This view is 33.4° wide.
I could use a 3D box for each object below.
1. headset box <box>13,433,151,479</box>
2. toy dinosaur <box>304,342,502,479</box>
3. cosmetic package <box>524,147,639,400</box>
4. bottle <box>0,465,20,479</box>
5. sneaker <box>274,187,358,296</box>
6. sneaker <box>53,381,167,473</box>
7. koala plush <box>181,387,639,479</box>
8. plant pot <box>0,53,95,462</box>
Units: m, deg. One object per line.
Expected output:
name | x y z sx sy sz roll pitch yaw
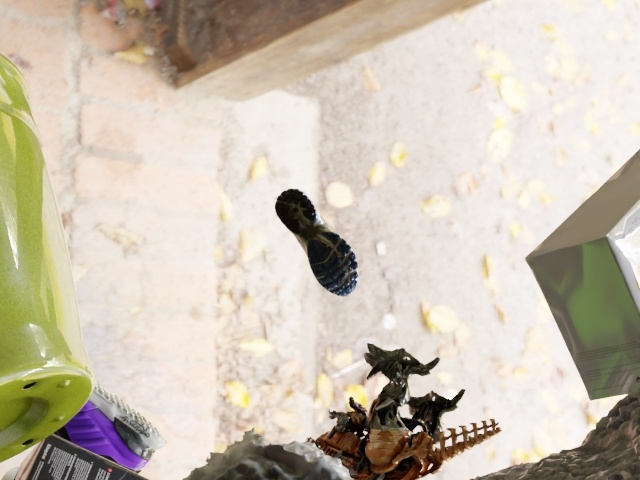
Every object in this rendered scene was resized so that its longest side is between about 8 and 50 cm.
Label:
headset box | -0.241 0.391 1.236 0.293 0.110 0.218 29 49 -15
toy dinosaur | 0.111 0.286 1.531 0.164 0.321 0.218 73 32 -40
cosmetic package | 0.223 0.000 0.693 0.239 0.060 0.099 -35 100 -48
bottle | -0.426 0.390 1.393 0.092 0.283 0.118 44 39 7
sneaker | 0.000 0.000 1.190 0.052 0.058 0.135 -31 91 2
sneaker | -0.393 0.281 1.667 0.293 0.102 0.146 41 84 -13
koala plush | 0.051 0.136 0.353 0.221 0.196 0.203 5 117 -4
plant pot | -0.405 0.046 1.079 0.366 0.366 0.353 -14 65 -37
